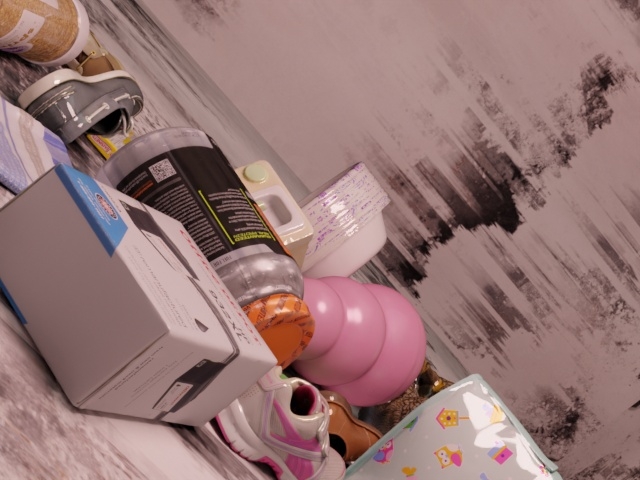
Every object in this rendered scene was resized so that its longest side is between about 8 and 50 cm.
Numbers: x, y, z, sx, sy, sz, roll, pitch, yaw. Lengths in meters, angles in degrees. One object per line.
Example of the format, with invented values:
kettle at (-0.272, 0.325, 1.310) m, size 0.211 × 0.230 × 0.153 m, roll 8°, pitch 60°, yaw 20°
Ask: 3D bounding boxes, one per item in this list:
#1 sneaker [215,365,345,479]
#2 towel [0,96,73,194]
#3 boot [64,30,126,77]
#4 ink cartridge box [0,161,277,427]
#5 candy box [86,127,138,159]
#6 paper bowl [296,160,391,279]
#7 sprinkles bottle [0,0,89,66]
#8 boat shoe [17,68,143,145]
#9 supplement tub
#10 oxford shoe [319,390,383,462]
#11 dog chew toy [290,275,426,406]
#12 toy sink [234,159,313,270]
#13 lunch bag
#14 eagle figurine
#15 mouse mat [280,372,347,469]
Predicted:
sneaker at (-0.028, 0.241, 1.754) m, size 0.252 × 0.111 × 0.103 m, roll 43°, pitch 11°, yaw -48°
towel at (-0.379, -0.121, 1.705) m, size 0.285 × 0.034 × 0.209 m, roll 43°, pitch 12°, yaw -48°
boot at (-0.415, -0.324, 2.286) m, size 0.213 × 0.077 × 0.165 m, roll 50°, pitch 5°, yaw 30°
ink cartridge box at (-0.199, 0.068, 1.496) m, size 0.223 × 0.129 × 0.307 m, roll 53°, pitch 8°, yaw 20°
candy box at (-0.312, -0.146, 2.226) m, size 0.105 × 0.027 × 0.206 m, roll 47°, pitch 8°, yaw -6°
paper bowl at (0.000, 0.000, 2.403) m, size 0.148 × 0.284 × 0.284 m, roll 53°, pitch 7°, yaw -3°
sprinkles bottle at (-0.440, -0.326, 1.974) m, size 0.121 × 0.121 × 0.355 m, roll 52°, pitch 8°, yaw 6°
boat shoe at (-0.325, -0.178, 2.007) m, size 0.099 × 0.116 × 0.319 m, roll 55°, pitch 13°, yaw 5°
supplement tub at (-0.148, 0.023, 1.770) m, size 0.316 × 0.194 × 0.193 m, roll 55°, pitch 9°, yaw 30°
oxford shoe at (0.037, 0.300, 2.052) m, size 0.212 × 0.076 × 0.076 m, roll 46°, pitch 39°, yaw -46°
dog chew toy at (0.029, 0.149, 2.249) m, size 0.332 × 0.206 × 0.206 m, roll 27°, pitch 24°, yaw -52°
toy sink at (-0.105, -0.014, 2.017) m, size 0.152 × 0.131 × 0.234 m, roll 54°, pitch -29°, yaw 27°
lunch bag at (0.192, 0.346, 1.984) m, size 0.223 × 0.262 × 0.160 m, roll 54°, pitch 8°, yaw 26°
eagle figurine at (0.170, 0.332, 2.386) m, size 0.226 × 0.225 × 0.298 m, roll 12°, pitch 51°, yaw -5°
mouse mat at (-0.027, 0.260, 2.073) m, size 0.152 × 0.007 × 0.189 m, roll 43°, pitch 11°, yaw -47°
